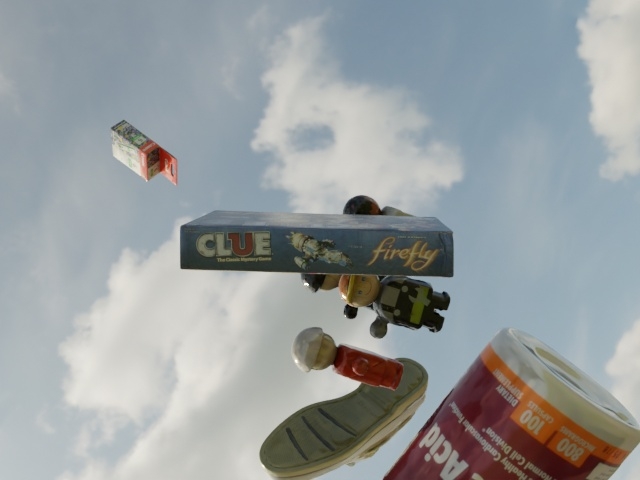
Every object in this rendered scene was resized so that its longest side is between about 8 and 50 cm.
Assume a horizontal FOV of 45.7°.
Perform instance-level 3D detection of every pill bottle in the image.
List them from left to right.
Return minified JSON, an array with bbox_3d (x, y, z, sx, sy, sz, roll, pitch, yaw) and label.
[{"bbox_3d":[0.217,0.331,1.019,0.224,0.224,0.392,20,-72,-53],"label":"pill bottle"}]

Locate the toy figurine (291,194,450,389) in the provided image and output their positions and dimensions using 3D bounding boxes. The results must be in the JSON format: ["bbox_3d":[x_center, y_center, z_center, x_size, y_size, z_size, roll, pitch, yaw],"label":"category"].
[{"bbox_3d":[0.059,0.062,0.971,0.209,0.148,0.213,118,167,-45],"label":"toy figurine"}]

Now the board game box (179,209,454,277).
[{"bbox_3d":[0.000,0.000,0.747,0.165,0.244,0.042,-71,-17,-83],"label":"board game box"}]

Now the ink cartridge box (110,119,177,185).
[{"bbox_3d":[-0.267,-0.127,1.152,0.029,0.115,0.062,-42,-21,-33],"label":"ink cartridge box"}]

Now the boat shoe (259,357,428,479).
[{"bbox_3d":[0.046,0.297,1.170,0.302,0.113,0.103,-24,-47,-26],"label":"boat shoe"}]
